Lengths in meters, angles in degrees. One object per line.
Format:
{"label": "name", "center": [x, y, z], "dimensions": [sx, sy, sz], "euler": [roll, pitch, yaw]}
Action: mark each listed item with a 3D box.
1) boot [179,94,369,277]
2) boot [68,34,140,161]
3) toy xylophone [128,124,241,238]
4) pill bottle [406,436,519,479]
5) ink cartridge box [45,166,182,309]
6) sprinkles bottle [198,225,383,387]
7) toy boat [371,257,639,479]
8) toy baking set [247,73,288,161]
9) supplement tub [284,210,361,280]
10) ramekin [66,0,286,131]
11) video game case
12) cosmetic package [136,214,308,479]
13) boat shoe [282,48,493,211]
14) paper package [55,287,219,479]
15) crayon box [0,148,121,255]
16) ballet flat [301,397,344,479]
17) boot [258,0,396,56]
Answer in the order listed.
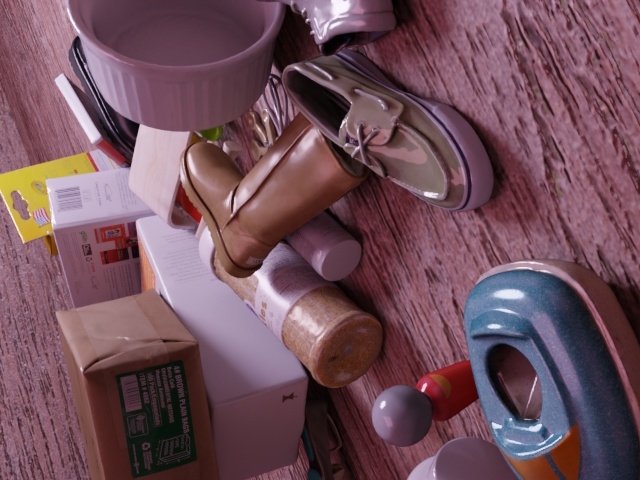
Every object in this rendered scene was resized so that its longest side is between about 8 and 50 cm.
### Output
{"label": "boot", "center": [-0.070, -0.105, 1.043], "dimensions": [0.269, 0.089, 0.236], "euler": [-43, 68, 40]}
{"label": "boot", "center": [-0.323, -0.314, 1.391], "dimensions": [0.348, 0.131, 0.260], "euler": [53, 136, 4]}
{"label": "toy xylophone", "center": [-0.222, -0.142, 1.282], "dimensions": [0.236, 0.081, 0.323], "euler": [46, 129, 21]}
{"label": "pill bottle", "center": [0.156, 0.347, 0.930], "dimensions": [0.136, 0.136, 0.246], "euler": [50, 146, 34]}
{"label": "ink cartridge box", "center": [-0.386, 0.003, 1.553], "dimensions": [0.310, 0.271, 0.130], "euler": [100, 154, -51]}
{"label": "sprinkles bottle", "center": [-0.055, 0.075, 1.158], "dimensions": [0.355, 0.121, 0.121], "euler": [38, 138, 45]}
{"label": "toy boat", "center": [0.181, 0.162, 0.761], "dimensions": [0.318, 0.148, 0.268], "euler": [-23, 87, 62]}
{"label": "toy baking set", "center": [-0.059, -0.132, 1.132], "dimensions": [0.197, 0.030, 0.256], "euler": [66, 152, 10]}
{"label": "supplement tub", "center": [0.000, 0.000, 1.066], "dimensions": [0.107, 0.071, 0.071], "euler": [45, 143, 40]}
{"label": "ramekin", "center": [-0.188, -0.277, 1.031], "dimensions": [0.277, 0.277, 0.135], "euler": [56, 157, 27]}
{"label": "video game case", "center": [-0.413, -0.198, 1.565], "dimensions": [0.204, 0.025, 0.285], "euler": [53, -178, 30]}
{"label": "cosmetic package", "center": [-0.187, 0.168, 1.345], "dimensions": [0.453, 0.161, 0.230], "euler": [-124, 30, -42]}
{"label": "boat shoe", "center": [0.064, -0.119, 0.852], "dimensions": [0.302, 0.094, 0.109], "euler": [44, 142, 40]}
{"label": "paper package", "center": [-0.280, 0.275, 1.188], "dimensions": [0.309, 0.168, 0.325], "euler": [25, 124, 61]}
{"label": "crayon box", "center": [-0.520, -0.092, 1.673], "dimensions": [0.202, 0.318, 0.081], "euler": [56, 149, 27]}
{"label": "ballet flat", "center": [0.008, 0.367, 1.272], "dimensions": [0.072, 0.068, 0.213], "euler": [168, 92, -69]}
{"label": "boot", "center": [-0.009, -0.274, 0.884], "dimensions": [0.258, 0.095, 0.124], "euler": [9, 108, 58]}
